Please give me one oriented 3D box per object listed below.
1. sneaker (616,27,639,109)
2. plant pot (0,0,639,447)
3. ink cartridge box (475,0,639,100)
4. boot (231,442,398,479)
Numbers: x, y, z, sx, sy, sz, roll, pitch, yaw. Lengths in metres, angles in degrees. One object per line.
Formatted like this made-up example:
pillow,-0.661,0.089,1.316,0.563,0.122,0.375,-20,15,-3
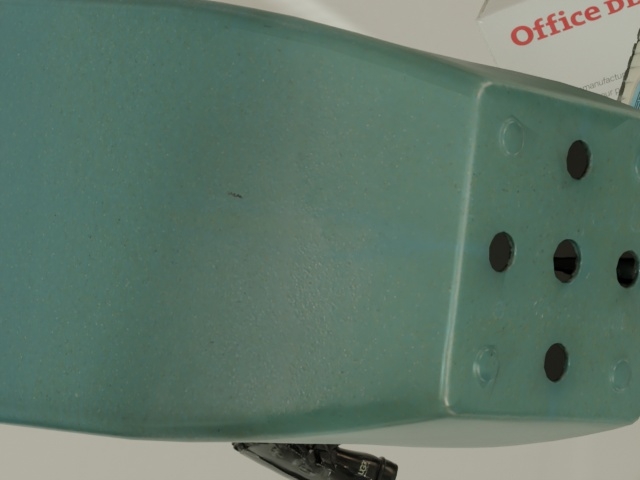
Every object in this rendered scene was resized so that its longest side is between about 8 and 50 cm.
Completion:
sneaker,0.208,-0.084,1.056,0.073,0.162,0.063,18,176,8
plant pot,0.000,0.000,0.678,0.234,0.165,0.166,6,179,45
ink cartridge box,0.245,-0.118,1.330,0.171,0.168,0.232,-17,112,24
boot,-0.012,0.151,1.236,0.099,0.045,0.121,27,151,-10
